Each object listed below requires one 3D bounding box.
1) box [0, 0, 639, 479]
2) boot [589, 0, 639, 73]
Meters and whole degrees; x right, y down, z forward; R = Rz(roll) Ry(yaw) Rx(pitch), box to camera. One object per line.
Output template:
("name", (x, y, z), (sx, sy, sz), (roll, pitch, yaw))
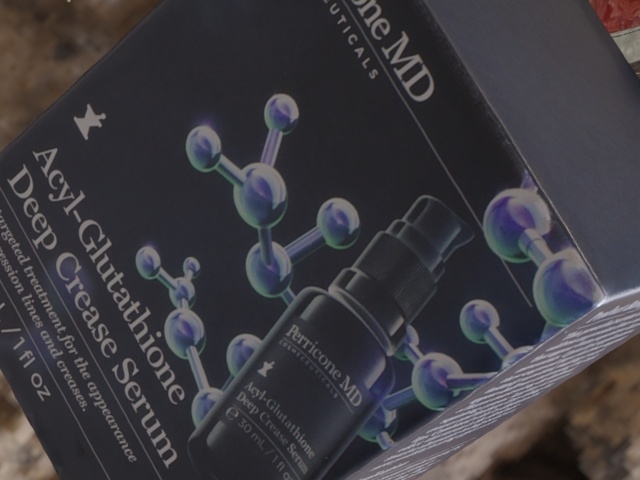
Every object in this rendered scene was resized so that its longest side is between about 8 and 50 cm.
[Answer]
("box", (0.000, 0.000, 1.180), (0.395, 0.293, 0.212), (-39, 165, 31))
("boot", (0.258, -0.216, 1.395), (0.244, 0.088, 0.176), (-177, -95, -70))
